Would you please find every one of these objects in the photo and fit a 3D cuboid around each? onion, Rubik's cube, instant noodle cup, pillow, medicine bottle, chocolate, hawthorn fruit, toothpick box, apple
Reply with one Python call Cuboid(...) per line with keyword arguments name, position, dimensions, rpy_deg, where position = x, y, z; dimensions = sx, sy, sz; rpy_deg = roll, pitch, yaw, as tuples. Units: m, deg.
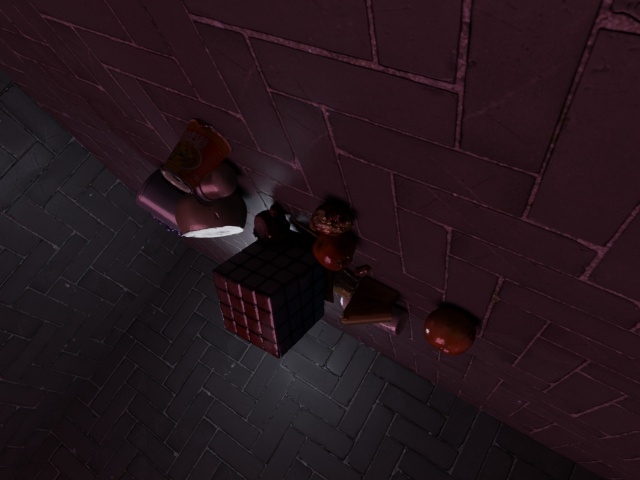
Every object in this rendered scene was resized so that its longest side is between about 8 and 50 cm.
Cuboid(name="onion", position=(-0.191, -0.076, 1.881), dimensions=(0.173, 0.135, 0.198), rpy_deg=(47, 131, 26))
Cuboid(name="Rubik's cube", position=(-0.207, 0.225, 1.899), dimensions=(0.343, 0.337, 0.345), rpy_deg=(21, 131, 31))
Cuboid(name="instant noodle cup", position=(-0.449, -0.289, 1.570), dimensions=(0.193, 0.212, 0.193), rpy_deg=(30, 162, 10))
Cuboid(name="pillow", position=(-0.056, 0.107, 2.013), dimensions=(0.305, 0.108, 0.308), rpy_deg=(27, 137, 31))
Cuboid(name="medicine bottle", position=(0.253, 0.341, 2.191), dimensions=(0.340, 0.130, 0.130), rpy_deg=(22, 160, 32))
Cuboid(name="chocolate", position=(-0.404, -0.247, 1.738), dimensions=(0.147, 0.221, 0.221), rpy_deg=(-9, 144, 25))
Cuboid(name="hawthorn fruit", position=(0.000, 0.000, 1.690), dimensions=(0.285, 0.165, 0.165), rpy_deg=(32, 164, 23))
Cuboid(name="toothpick box", position=(-0.791, -0.186, 2.398), dimensions=(0.354, 0.263, 0.263), rpy_deg=(34, 163, -10))
Cuboid(name="apple", position=(0.503, 0.356, 1.726), dimensions=(0.209, 0.164, 0.209), rpy_deg=(28, 164, 9))

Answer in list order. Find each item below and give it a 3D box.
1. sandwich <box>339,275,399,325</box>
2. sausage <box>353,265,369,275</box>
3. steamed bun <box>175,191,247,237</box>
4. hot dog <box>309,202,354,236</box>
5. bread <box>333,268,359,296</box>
Cuboid(name="sandwich", position=(0.229, 0.312, 1.985), dimensions=(0.198, 0.227, 0.155), rpy_deg=(28, 163, 18))
Cuboid(name="sausage", position=(0.178, 0.133, 1.917), dimensions=(0.030, 0.035, 0.147), rpy_deg=(66, 164, 2))
Cuboid(name="steamed bun", position=(-0.486, -0.132, 1.979), dimensions=(0.324, 0.207, 0.324), rpy_deg=(-6, 173, -1))
Cuboid(name="hot dog", position=(0.035, -0.071, 1.514), dimensions=(0.146, 0.103, 0.213), rpy_deg=(14, 176, -11))
Cuboid(name="bread", position=(0.098, 0.200, 2.129), dimensions=(0.138, 0.102, 0.196), rpy_deg=(36, 166, 0))
